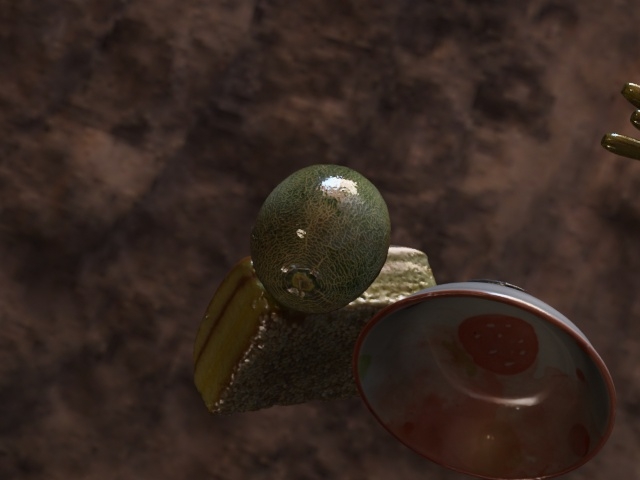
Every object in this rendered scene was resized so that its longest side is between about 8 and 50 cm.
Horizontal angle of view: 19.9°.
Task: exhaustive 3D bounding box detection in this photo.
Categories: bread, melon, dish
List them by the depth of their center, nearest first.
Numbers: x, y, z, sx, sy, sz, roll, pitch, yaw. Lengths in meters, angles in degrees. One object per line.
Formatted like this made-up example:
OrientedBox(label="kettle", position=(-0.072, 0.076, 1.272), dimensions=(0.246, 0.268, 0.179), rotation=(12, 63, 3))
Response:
OrientedBox(label="dish", position=(0.167, 0.119, 1.780), dimensions=(0.085, 0.260, 0.260), rotation=(-67, -24, -44))
OrientedBox(label="melon", position=(0.000, 0.000, 1.816), dimensions=(0.192, 0.139, 0.139), rotation=(-66, -22, -54))
OrientedBox(label="bread", position=(-0.008, 0.091, 1.968), dimensions=(0.234, 0.110, 0.184), rotation=(-3, -39, -34))

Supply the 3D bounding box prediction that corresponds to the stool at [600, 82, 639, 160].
OrientedBox(label="stool", position=(0.429, -0.148, 2.264), dimensions=(0.135, 0.110, 0.134), rotation=(-60, 9, 21))
